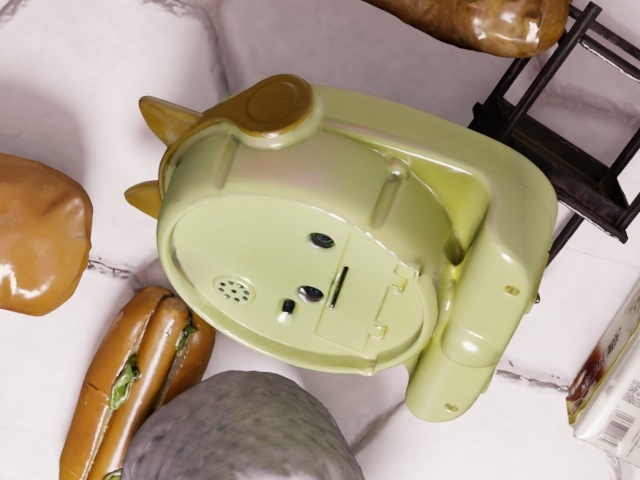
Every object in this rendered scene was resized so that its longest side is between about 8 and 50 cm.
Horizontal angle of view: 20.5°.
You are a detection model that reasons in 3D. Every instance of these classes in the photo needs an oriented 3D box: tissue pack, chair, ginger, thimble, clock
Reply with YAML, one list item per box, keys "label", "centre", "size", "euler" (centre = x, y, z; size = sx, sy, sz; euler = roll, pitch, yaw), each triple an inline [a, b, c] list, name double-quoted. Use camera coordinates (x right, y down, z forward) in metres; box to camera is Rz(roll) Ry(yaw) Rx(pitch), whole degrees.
- label: "tissue pack"
  centre: [0.296, 0.115, 1.540]
  size: [0.106, 0.099, 0.149]
  euler: [27, 111, -9]
- label: "chair"
  centre: [0.193, -0.068, 1.459]
  size: [0.154, 0.141, 0.260]
  euler: [32, 107, -8]
- label: "ginger"
  centre: [0.058, -0.240, 1.400]
  size: [0.309, 0.133, 0.107]
  euler: [31, 73, 6]
- label: "thimble"
  centre: [-0.063, 0.254, 1.558]
  size: [0.217, 0.157, 0.245]
  euler: [-1, 118, -16]
- label: "clock"
  centre: [0.000, 0.000, 1.443]
  size: [0.348, 0.117, 0.286]
  euler: [20, 145, 2]

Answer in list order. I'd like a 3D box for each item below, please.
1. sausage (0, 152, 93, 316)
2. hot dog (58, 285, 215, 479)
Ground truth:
- label: "sausage"
  centre: [-0.313, -0.017, 1.518]
  size: [0.241, 0.120, 0.136]
  euler: [11, 97, 0]
- label: "hot dog"
  centre: [-0.171, 0.154, 1.603]
  size: [0.100, 0.068, 0.249]
  euler: [21, 112, -6]
